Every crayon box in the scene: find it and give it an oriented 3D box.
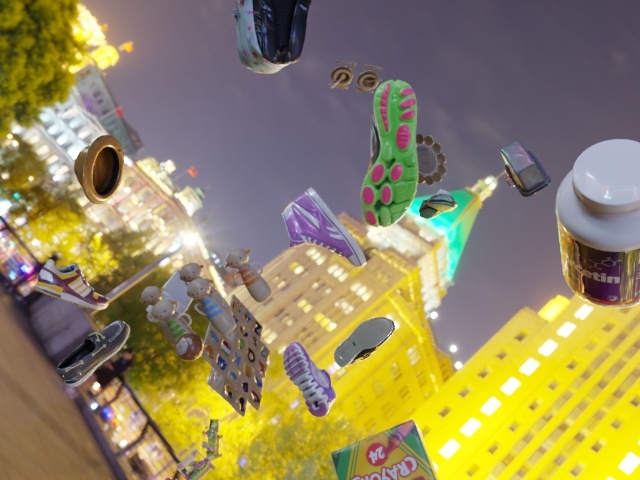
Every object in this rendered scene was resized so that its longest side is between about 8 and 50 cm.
[{"bbox_3d":[0.163,0.559,1.261,0.081,0.202,0.318,59,8,-49],"label":"crayon box"}]

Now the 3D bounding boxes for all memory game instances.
[{"bbox_3d":[0.357,-0.276,2.084,0.186,0.012,0.186,30,-47,39],"label":"memory game"}]

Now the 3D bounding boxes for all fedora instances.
[{"bbox_3d":[-0.622,-0.200,1.689,0.079,0.194,0.194,12,-34,17],"label":"fedora"}]

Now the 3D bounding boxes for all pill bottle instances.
[{"bbox_3d":[0.503,-0.024,1.047,0.181,0.181,0.323,37,-11,37],"label":"pill bottle"}]

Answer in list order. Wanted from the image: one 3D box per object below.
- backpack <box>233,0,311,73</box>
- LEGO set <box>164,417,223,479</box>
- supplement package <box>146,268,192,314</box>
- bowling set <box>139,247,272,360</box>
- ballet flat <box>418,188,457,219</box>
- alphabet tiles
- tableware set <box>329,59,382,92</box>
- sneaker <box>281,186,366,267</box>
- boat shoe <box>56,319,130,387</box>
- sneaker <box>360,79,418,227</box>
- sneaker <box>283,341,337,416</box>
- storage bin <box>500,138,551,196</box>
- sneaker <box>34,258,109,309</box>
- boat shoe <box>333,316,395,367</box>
[{"bbox_3d":[-0.102,-0.431,1.226,0.115,0.152,0.181,-2,-88,59],"label":"backpack"},{"bbox_3d":[-0.409,0.702,2.043,0.132,0.287,0.107,-5,-51,39],"label":"LEGO set"},{"bbox_3d":[-0.506,0.198,2.108,0.105,0.105,0.179,41,18,-10],"label":"supplement package"},{"bbox_3d":[-0.254,0.133,1.236,0.154,0.287,0.200,56,13,-10],"label":"bowling set"},{"bbox_3d":[0.321,-0.107,1.669,0.070,0.070,0.188,53,-18,-4],"label":"ballet flat"},{"bbox_3d":[-0.247,0.335,1.824,0.285,0.011,0.342,54,26,-32],"label":"alphabet tiles"},{"bbox_3d":[0.137,-0.626,2.380,0.128,0.194,0.039,111,-21,-50],"label":"tableware set"},{"bbox_3d":[0.000,0.000,1.799,0.282,0.161,0.102,49,-6,6],"label":"sneaker"},{"bbox_3d":[-0.617,0.295,1.668,0.081,0.227,0.068,12,-44,33],"label":"boat shoe"},{"bbox_3d":[0.243,-0.277,2.024,0.185,0.482,0.202,9,4,9],"label":"sneaker"},{"bbox_3d":[-0.025,0.414,1.863,0.095,0.105,0.236,-35,-99,39],"label":"sneaker"},{"bbox_3d":[0.524,-0.195,1.604,0.091,0.098,0.135,41,24,-43],"label":"storage bin"},{"bbox_3d":[-0.555,0.102,1.401,0.070,0.083,0.185,12,-11,36],"label":"sneaker"},{"bbox_3d":[0.137,0.292,1.780,0.233,0.079,0.084,-44,-126,33],"label":"boat shoe"}]
